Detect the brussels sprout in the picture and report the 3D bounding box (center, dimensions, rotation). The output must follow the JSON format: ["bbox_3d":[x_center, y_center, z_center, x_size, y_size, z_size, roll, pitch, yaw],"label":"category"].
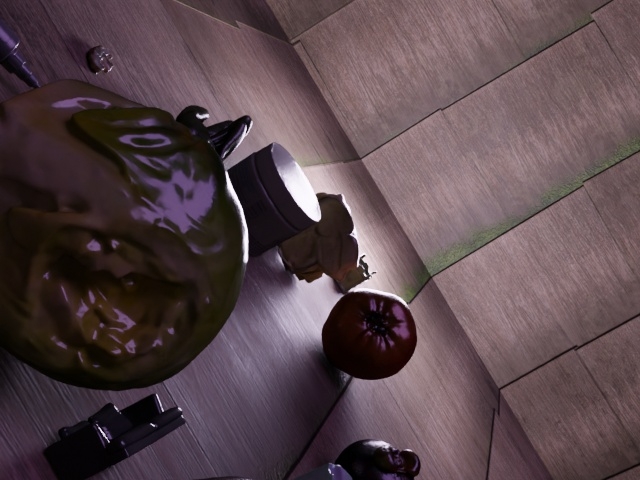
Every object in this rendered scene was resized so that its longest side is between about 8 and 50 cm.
[{"bbox_3d":[-0.227,-0.011,0.942,0.344,0.268,0.344,46,25,-28],"label":"brussels sprout"}]

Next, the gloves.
[{"bbox_3d":[-0.221,-0.189,1.666,0.135,0.107,0.268,52,31,4],"label":"gloves"}]

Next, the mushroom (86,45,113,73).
[{"bbox_3d":[-0.379,-0.313,1.551,0.049,0.019,0.101,53,16,-23],"label":"mushroom"}]

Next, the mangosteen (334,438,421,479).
[{"bbox_3d":[0.095,0.390,1.461,0.152,0.152,0.152,53,15,-21],"label":"mangosteen"}]

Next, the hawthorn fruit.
[{"bbox_3d":[0.096,0.204,1.834,0.225,0.196,0.196,102,-35,-65],"label":"hawthorn fruit"}]

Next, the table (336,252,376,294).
[{"bbox_3d":[0.083,0.080,2.184,0.062,0.083,0.079,58,13,2],"label":"table"}]

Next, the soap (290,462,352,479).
[{"bbox_3d":[0.020,0.456,1.129,0.208,0.115,0.347,51,16,-30],"label":"soap"}]

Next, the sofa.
[{"bbox_3d":[-0.211,0.197,0.940,0.060,0.085,0.147,63,15,4],"label":"sofa"}]

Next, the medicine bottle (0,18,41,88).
[{"bbox_3d":[-0.440,-0.272,1.182,0.199,0.057,0.058,50,17,-32],"label":"medicine bottle"}]

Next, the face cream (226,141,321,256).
[{"bbox_3d":[-0.107,-0.077,1.723,0.177,0.153,0.177,53,17,-24],"label":"face cream"}]

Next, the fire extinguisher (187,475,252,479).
[{"bbox_3d":[-0.130,0.315,0.938,0.114,0.135,0.337,19,-2,25],"label":"fire extinguisher"}]

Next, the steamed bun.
[{"bbox_3d":[0.000,0.000,1.882,0.192,0.177,0.106,64,11,2],"label":"steamed bun"}]
